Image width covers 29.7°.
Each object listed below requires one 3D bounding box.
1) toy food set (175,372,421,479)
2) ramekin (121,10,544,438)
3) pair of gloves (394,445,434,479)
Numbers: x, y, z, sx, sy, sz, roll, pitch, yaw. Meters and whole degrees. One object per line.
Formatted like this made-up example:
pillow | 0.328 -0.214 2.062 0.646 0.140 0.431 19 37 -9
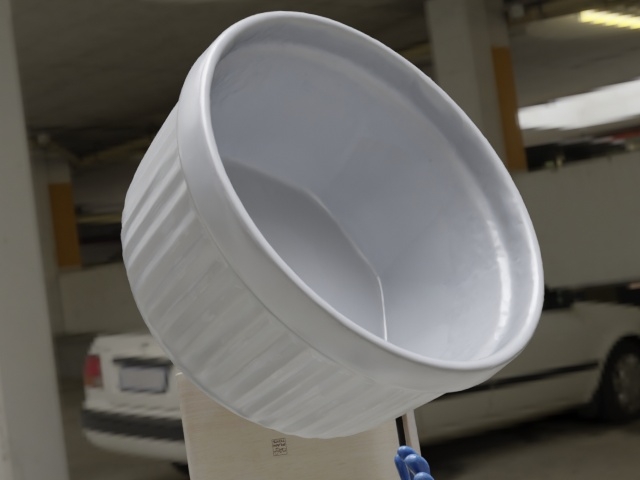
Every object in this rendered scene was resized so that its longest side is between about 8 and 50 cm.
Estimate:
toy food set | -0.030 0.250 1.471 0.306 0.220 0.092 -12 -9 24
ramekin | 0.000 0.000 0.601 0.207 0.207 0.109 -5 -30 -46
pair of gloves | 0.111 0.265 1.009 0.023 0.159 0.198 -21 41 -8
